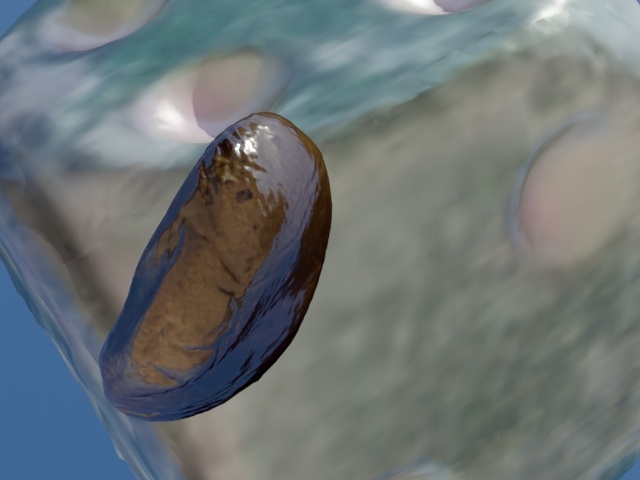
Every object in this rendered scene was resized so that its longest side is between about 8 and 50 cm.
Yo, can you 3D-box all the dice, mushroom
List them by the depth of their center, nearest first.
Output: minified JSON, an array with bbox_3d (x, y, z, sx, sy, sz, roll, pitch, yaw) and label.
[{"bbox_3d":[-0.030,0.013,0.462,0.052,0.123,0.123,24,-86,9],"label":"mushroom"},{"bbox_3d":[0.000,0.000,0.787,0.348,0.328,0.330,-28,-53,-18],"label":"dice"}]
